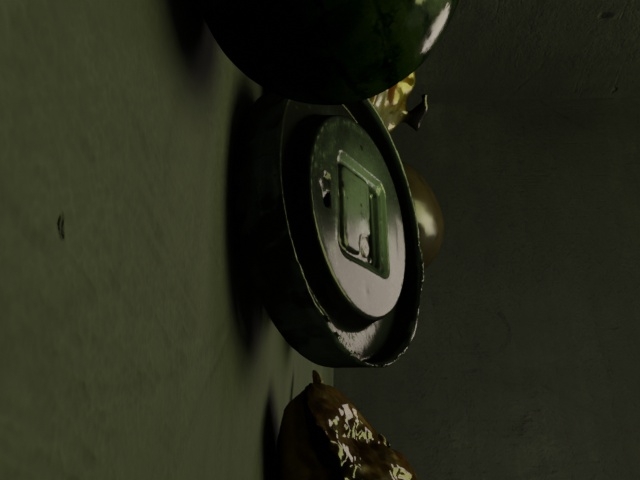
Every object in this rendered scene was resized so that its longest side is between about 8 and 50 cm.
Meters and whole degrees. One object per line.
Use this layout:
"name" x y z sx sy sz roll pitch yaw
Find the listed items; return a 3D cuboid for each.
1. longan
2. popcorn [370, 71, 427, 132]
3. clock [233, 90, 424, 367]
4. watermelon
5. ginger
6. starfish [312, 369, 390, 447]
"longan" 0.128 -0.051 1.744 0.336 0.404 0.404 -54 178 3
"popcorn" 0.058 -0.304 1.394 0.297 0.280 0.316 -54 150 -23
"clock" 0.025 -0.025 0.888 0.386 0.076 0.386 34 50 -52
"watermelon" 0.007 -0.238 0.587 0.242 0.242 0.243 -1 90 -86
"ginger" 0.018 0.371 1.049 0.223 0.269 0.200 -49 -178 19
"starfish" 0.008 0.416 1.265 0.327 0.094 0.375 -35 -129 57
